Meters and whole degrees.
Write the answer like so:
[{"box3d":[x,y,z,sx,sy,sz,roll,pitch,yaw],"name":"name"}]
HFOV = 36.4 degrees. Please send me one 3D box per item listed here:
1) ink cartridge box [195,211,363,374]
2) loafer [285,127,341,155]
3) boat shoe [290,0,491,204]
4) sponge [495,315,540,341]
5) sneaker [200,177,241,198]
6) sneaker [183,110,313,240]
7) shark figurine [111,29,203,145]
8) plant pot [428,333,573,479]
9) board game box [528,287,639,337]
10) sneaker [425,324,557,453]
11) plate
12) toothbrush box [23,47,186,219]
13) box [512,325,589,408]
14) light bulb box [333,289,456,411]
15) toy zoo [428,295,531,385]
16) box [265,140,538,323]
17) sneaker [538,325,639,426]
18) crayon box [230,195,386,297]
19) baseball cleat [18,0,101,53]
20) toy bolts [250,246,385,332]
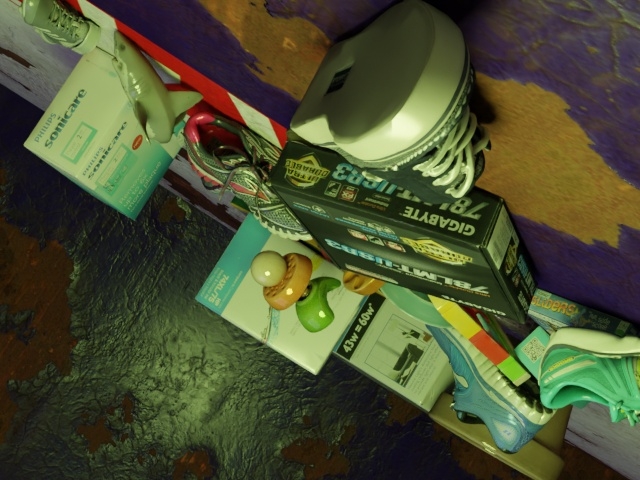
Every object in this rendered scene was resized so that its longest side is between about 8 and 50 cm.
[{"box3d":[-0.068,0.109,1.886,0.270,0.197,0.198,32,174,5],"name":"ink cartridge box"},{"box3d":[0.013,-0.104,1.319,0.148,0.050,0.056,30,171,0],"name":"loafer"},{"box3d":[0.089,-0.098,0.798,0.158,0.127,0.340,27,-177,-14],"name":"boat shoe"},{"box3d":[0.299,0.123,1.747,0.210,0.031,0.117,28,172,28],"name":"sponge"},{"box3d":[-0.185,-0.147,1.910,0.223,0.083,0.098,14,140,57],"name":"sneaker"},{"box3d":[-0.098,-0.101,1.563,0.299,0.121,0.112,29,165,10],"name":"sneaker"},{"box3d":[-0.242,-0.209,1.556,0.278,0.116,0.166,81,165,-71],"name":"shark figurine"},{"box3d":[0.367,0.296,1.822,0.263,0.229,0.263,29,172,4],"name":"plant pot"},{"box3d":[0.386,0.131,1.391,0.136,0.035,0.201,37,172,-37],"name":"board game box"},{"box3d":[0.259,0.233,1.665,0.129,0.147,0.330,14,-155,-31],"name":"sneaker"},{"box3d":[0.174,0.074,1.651,0.188,0.024,0.188,21,-148,-14],"name":"plate"},{"box3d":[-0.380,-0.190,1.790,0.126,0.216,0.295,30,172,16],"name":"toothbrush box"},{"box3d":[0.395,0.212,1.594,0.100,0.060,0.244,50,-170,27],"name":"box"},{"box3d":[0.215,0.232,2.095,0.361,0.225,0.358,28,173,41],"name":"light bulb box"},{"box3d":[0.210,0.088,1.510,0.293,0.030,0.192,42,-164,-38],"name":"toy zoo"},{"box3d":[0.115,-0.004,1.261,0.295,0.073,0.293,17,163,26],"name":"box"},{"box3d":[0.406,0.183,1.221,0.275,0.110,0.107,0,147,38],"name":"sneaker"},{"box3d":[-0.004,-0.012,1.931,0.323,0.083,0.203,27,172,43],"name":"crayon box"},{"box3d":[-0.386,-0.335,1.464,0.109,0.072,0.206,19,179,-5],"name":"baseball cleat"},{"box3d":[0.000,0.000,1.619,0.158,0.228,0.218,37,131,-27],"name":"toy bolts"}]
